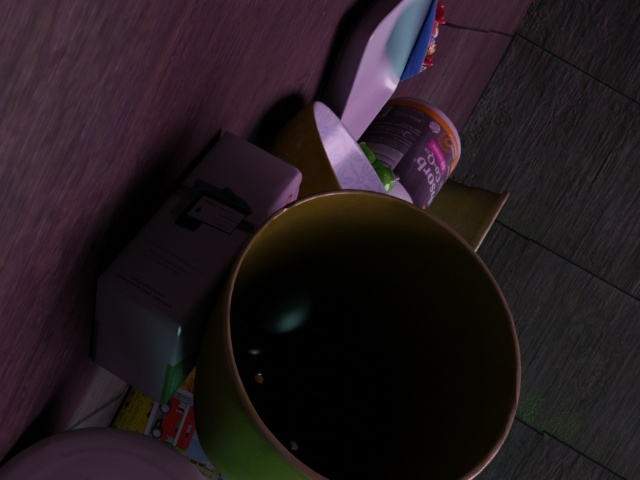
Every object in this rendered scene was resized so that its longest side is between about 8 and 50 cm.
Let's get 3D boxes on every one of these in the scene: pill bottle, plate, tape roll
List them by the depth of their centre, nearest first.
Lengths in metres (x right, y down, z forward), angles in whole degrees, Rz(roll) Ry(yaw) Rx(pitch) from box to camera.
[{"bbox_3d":[-0.208,0.317,1.100,0.246,0.246,0.169,-56,170,-28],"label":"tape roll"},{"bbox_3d":[0.068,-0.237,1.539,0.278,0.045,0.277,-53,169,-42],"label":"plate"},{"bbox_3d":[0.096,-0.088,1.821,0.278,0.162,0.162,-54,170,-40],"label":"pill bottle"}]

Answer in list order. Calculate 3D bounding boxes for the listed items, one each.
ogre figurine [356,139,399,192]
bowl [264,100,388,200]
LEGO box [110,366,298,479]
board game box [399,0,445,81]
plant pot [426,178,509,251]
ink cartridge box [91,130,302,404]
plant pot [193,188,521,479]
[{"bbox_3d":[0.028,-0.068,1.626,0.197,0.118,0.097,-49,166,-52],"label":"ogre figurine"},{"bbox_3d":[0.000,0.000,1.370,0.156,0.289,0.289,-29,178,12],"label":"bowl"},{"bbox_3d":[-0.088,0.335,1.441,0.500,0.372,0.193,-62,171,11],"label":"LEGO box"},{"bbox_3d":[0.154,-0.293,1.667,0.169,0.033,0.133,-172,-86,-80],"label":"board game box"},{"bbox_3d":[0.148,-0.024,2.033,0.276,0.254,0.276,-59,173,-11],"label":"plant pot"},{"bbox_3d":[-0.120,0.025,1.141,0.219,0.093,0.160,-54,170,-36],"label":"ink cartridge box"},{"bbox_3d":[-0.008,0.138,1.097,0.274,0.275,0.293,-55,-174,-33],"label":"plant pot"}]
